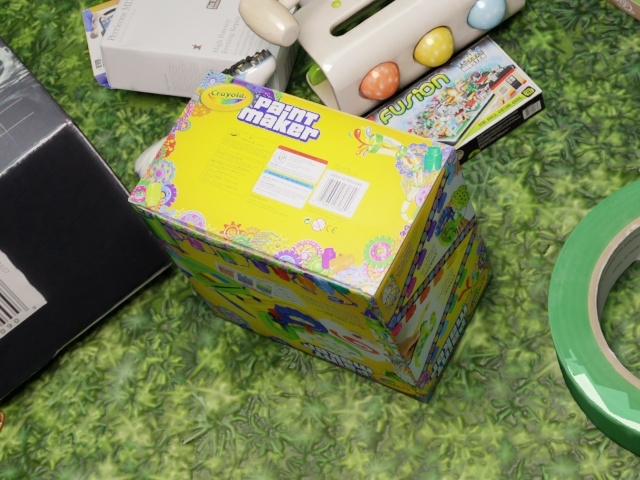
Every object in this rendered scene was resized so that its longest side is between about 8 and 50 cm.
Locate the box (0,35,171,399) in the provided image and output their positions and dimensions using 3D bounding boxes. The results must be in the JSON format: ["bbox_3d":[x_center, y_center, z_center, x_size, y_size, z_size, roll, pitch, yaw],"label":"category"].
[{"bbox_3d":[-0.520,-0.040,1.567,0.480,0.297,0.472,-39,53,-7],"label":"box"}]

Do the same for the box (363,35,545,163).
[{"bbox_3d":[0.151,-0.146,1.597,0.207,0.036,0.114,-34,58,-5],"label":"box"}]

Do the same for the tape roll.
[{"bbox_3d":[0.400,0.077,1.378,0.321,0.077,0.321,-7,59,13],"label":"tape roll"}]

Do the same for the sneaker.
[{"bbox_3d":[-0.127,-0.137,1.608,0.086,0.085,0.237,43,114,-7],"label":"sneaker"}]

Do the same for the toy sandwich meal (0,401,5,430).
[{"bbox_3d":[-0.410,0.207,1.566,0.086,0.029,0.085,-9,57,14],"label":"toy sandwich meal"}]

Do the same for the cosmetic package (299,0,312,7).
[{"bbox_3d":[-0.013,-0.488,1.690,0.197,0.155,0.365,-23,70,-16],"label":"cosmetic package"}]

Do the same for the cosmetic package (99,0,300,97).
[{"bbox_3d":[-0.150,-0.246,1.688,0.231,0.085,0.117,8,53,10],"label":"cosmetic package"}]

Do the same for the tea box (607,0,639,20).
[{"bbox_3d":[0.333,-0.491,1.568,0.220,0.323,0.329,-42,58,-10],"label":"tea box"}]

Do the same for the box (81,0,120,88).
[{"bbox_3d":[-0.270,-0.266,1.790,0.081,0.028,0.136,-19,56,4],"label":"box"}]

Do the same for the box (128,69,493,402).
[{"bbox_3d":[0.000,0.000,1.416,0.290,0.279,0.177,21,69,24],"label":"box"}]

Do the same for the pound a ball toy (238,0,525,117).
[{"bbox_3d":[0.084,-0.268,1.578,0.319,0.208,0.135,-34,61,-7],"label":"pound a ball toy"}]
